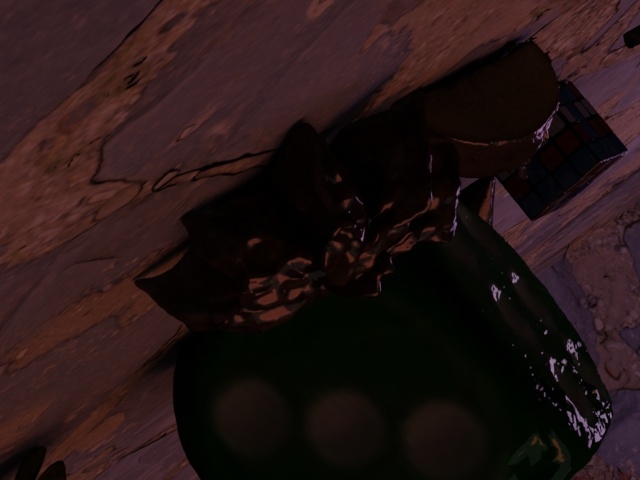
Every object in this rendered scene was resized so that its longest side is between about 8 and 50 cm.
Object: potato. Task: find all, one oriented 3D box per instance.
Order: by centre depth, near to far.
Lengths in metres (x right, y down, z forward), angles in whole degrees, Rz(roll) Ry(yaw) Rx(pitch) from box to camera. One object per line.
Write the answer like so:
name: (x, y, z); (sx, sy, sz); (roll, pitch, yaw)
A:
potato: (0.118, -0.076, 1.332); (0.172, 0.089, 0.100); (-29, 168, -44)

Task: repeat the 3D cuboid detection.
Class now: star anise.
star anise: (0.001, -0.001, 1.215); (0.236, 0.109, 0.223); (-35, 164, 10)

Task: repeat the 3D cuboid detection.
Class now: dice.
dice: (0.070, 0.139, 1.573); (0.300, 0.297, 0.287); (-42, 172, 20)

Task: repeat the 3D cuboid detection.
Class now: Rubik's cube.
Rubik's cube: (0.219, -0.086, 1.656); (0.092, 0.092, 0.092); (-42, 171, 27)

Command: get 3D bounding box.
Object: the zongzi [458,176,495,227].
zongzi: (0.069, 0.047, 1.792); (0.247, 0.111, 0.241); (-28, 151, -18)

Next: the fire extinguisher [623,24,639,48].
fire extinguisher: (0.362, -0.236, 1.386); (0.269, 0.105, 0.105); (-33, 175, 37)

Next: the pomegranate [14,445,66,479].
pomegranate: (-0.309, 0.334, 1.446); (0.310, 0.216, 0.358); (103, 10, -75)
